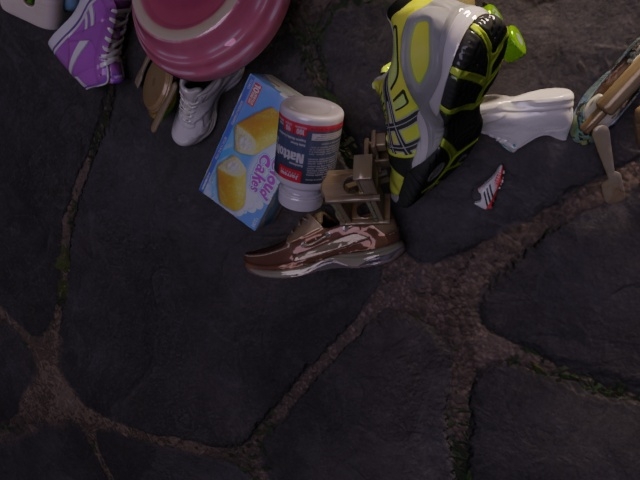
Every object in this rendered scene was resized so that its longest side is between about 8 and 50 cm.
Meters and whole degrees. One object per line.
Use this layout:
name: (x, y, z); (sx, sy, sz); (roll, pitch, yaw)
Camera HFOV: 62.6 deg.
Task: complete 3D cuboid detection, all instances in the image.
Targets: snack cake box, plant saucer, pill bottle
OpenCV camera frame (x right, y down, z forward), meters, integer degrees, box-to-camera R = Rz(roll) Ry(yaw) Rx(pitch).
snack cake box: (-0.112, -0.171, 1.035); (0.152, 0.089, 0.264); (36, 116, 11)
plant saucer: (-0.213, -0.457, 0.941); (0.332, 0.084, 0.332); (-2, 84, 22)
pill bottle: (-0.025, -0.145, 0.909); (0.108, 0.108, 0.180); (20, 124, 17)

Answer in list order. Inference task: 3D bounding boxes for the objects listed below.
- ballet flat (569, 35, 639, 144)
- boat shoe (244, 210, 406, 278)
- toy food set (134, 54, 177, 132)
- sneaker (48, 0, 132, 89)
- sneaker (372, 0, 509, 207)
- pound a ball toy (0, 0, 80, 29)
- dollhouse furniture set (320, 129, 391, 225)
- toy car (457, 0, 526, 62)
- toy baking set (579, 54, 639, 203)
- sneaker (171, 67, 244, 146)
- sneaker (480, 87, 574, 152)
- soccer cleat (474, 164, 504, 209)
ballet flat: (0.444, -0.227, 0.790); (0.070, 0.070, 0.188); (34, 116, 12)
boat shoe: (0.000, 0.000, 1.028); (0.325, 0.123, 0.116); (-9, 97, 16)
toy food set: (-0.328, -0.318, 1.089); (0.132, 0.039, 0.192); (-51, 49, 29)
sneaker: (-0.437, -0.426, 1.108); (0.282, 0.102, 0.161); (-29, 99, 35)
sneaker: (0.158, -0.198, 0.801); (0.147, 0.145, 0.384); (43, 154, 21)
pound a ball toy: (-0.520, -0.617, 1.064); (0.136, 0.208, 0.319); (23, 128, -11)
dollhouse furniture set: (0.055, -0.132, 0.887); (0.101, 0.182, 0.160); (-2, 69, 16)
toy car: (0.211, -0.353, 0.839); (0.155, 0.149, 0.188); (-21, 71, 39)
toy baking set: (0.488, -0.168, 0.766); (0.197, 0.030, 0.256); (31, 121, -15)
sneaker: (-0.251, -0.285, 1.047); (0.090, 0.115, 0.232); (40, 116, 9)
sneaker: (0.297, -0.189, 0.865); (0.212, 0.080, 0.094); (2, 121, 24)
soccer cleat: (0.294, -0.094, 0.915); (0.036, 0.029, 0.083); (19, 116, 13)
